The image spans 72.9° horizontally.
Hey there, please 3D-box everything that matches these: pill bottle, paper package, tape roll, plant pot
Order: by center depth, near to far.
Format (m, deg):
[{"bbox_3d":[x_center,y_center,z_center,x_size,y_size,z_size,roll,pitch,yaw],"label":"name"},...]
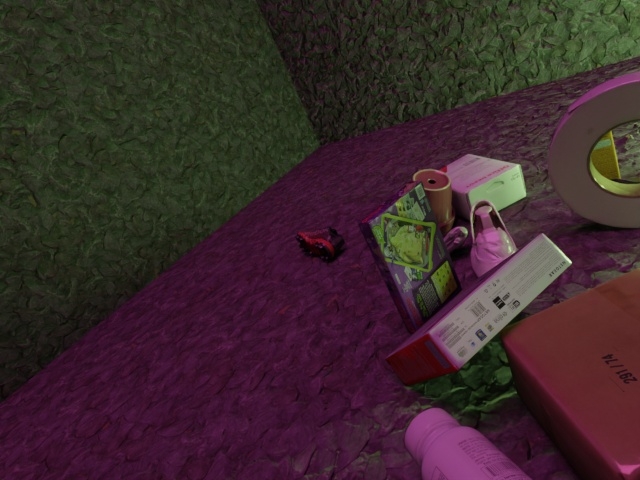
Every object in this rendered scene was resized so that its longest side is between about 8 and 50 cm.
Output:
[{"bbox_3d":[0.503,0.232,0.679,0.309,0.168,0.325,-24,22,2],"label":"paper package"},{"bbox_3d":[0.238,0.378,0.690,0.131,0.131,0.229,-31,23,-12],"label":"pill bottle"},{"bbox_3d":[0.772,-0.211,1.061,0.391,0.392,0.072,-8,28,38],"label":"tape roll"},{"bbox_3d":[0.377,-0.139,1.513,0.201,0.180,0.201,-2,41,1],"label":"plant pot"}]

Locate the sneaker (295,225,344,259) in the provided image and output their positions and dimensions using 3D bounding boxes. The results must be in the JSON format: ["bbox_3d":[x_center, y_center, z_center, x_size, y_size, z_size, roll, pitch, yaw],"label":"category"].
[{"bbox_3d":[0.000,0.000,1.810,0.135,0.098,0.276,-36,27,-22],"label":"sneaker"}]

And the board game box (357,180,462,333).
[{"bbox_3d":[0.243,0.047,1.122,0.208,0.347,0.056,-39,25,-31],"label":"board game box"}]

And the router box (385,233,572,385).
[{"bbox_3d":[0.319,0.159,0.926,0.335,0.082,0.301,-35,-15,-19],"label":"router box"}]

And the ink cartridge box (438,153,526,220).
[{"bbox_3d":[0.559,-0.201,1.606,0.226,0.131,0.306,-27,24,-5],"label":"ink cartridge box"}]

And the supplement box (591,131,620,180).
[{"bbox_3d":[0.834,-0.255,1.293,0.080,0.234,0.078,-15,25,33],"label":"supplement box"}]

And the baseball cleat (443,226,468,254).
[{"bbox_3d":[0.386,0.035,1.378,0.205,0.072,0.109,-36,-21,20],"label":"baseball cleat"}]

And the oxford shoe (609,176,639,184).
[{"bbox_3d":[0.890,-0.140,1.211,0.096,0.083,0.227,-19,16,-37],"label":"oxford shoe"}]

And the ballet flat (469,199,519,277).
[{"bbox_3d":[0.490,-0.003,1.251,0.139,0.139,0.400,-18,24,19],"label":"ballet flat"}]
